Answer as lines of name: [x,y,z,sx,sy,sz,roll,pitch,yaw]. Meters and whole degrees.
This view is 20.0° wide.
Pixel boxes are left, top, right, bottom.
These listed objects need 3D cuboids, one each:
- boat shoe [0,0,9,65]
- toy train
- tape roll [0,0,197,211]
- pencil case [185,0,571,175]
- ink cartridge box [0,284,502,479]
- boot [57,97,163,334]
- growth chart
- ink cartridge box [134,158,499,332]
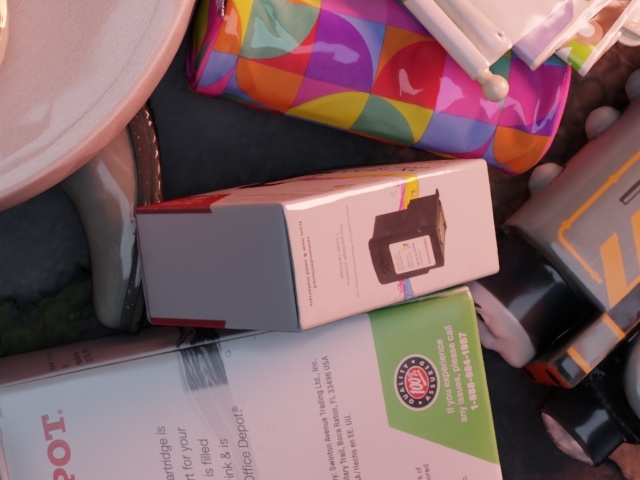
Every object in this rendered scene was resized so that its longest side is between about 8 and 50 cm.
boat shoe: [-0.357,-0.248,0.904,0.187,0.156,0.500,-44,87,-2]
toy train: [0.239,-0.017,1.139,0.334,0.142,0.190,-43,93,-6]
tape roll: [-0.255,-0.194,1.016,0.392,0.072,0.392,0,87,-3]
pencil case: [0.033,-0.112,1.106,0.236,0.104,0.104,15,93,-14]
ink cartridge box: [-0.043,0.149,1.104,0.289,0.121,0.211,-10,98,-10]
boot: [-0.176,-0.065,1.089,0.161,0.083,0.246,-2,90,-4]
growth chart: [0.142,-0.181,1.102,0.237,0.021,0.172,-33,83,-27]
ink cartridge box: [0.000,0.000,1.058,0.175,0.127,0.072,-14,100,-45]
